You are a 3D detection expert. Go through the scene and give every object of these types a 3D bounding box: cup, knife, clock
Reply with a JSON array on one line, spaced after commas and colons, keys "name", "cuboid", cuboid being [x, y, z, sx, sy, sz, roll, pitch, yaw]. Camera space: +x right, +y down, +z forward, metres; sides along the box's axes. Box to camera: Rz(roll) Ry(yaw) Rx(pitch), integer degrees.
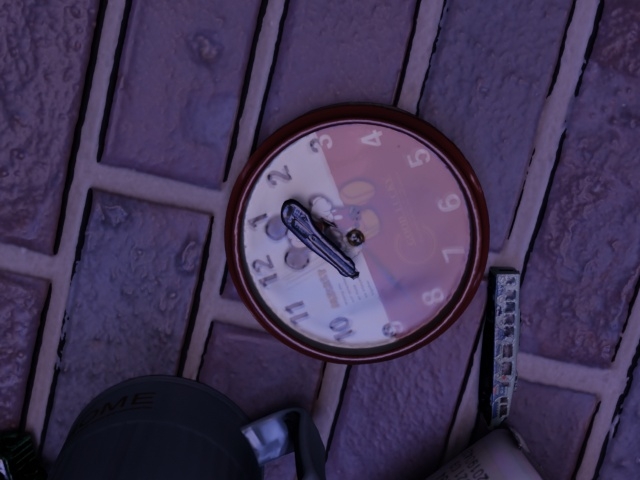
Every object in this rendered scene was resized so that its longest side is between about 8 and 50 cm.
[{"name": "cup", "cuboid": [-0.162, 0.331, 0.951, 0.331, 0.311, 0.257, 5, 101, -3]}, {"name": "knife", "cuboid": [0.000, 0.000, 0.967, 0.121, 0.018, 0.031, 42, 102, -8]}, {"name": "clock", "cuboid": [0.043, -0.005, 1.013, 0.318, 0.080, 0.319, 0, 102, 2]}]

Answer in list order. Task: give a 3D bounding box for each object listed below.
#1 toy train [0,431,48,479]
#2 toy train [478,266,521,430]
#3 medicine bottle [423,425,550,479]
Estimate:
[{"name": "toy train", "cuboid": [-0.495, 0.340, 1.008, 0.330, 0.178, 0.139, -13, 102, -1]}, {"name": "toy train", "cuboid": [0.226, 0.138, 1.065, 0.047, 0.043, 0.208, 1, 101, -2]}, {"name": "medicine bottle", "cuboid": [0.144, 0.415, 1.031, 0.378, 0.213, 0.214, -38, 100, 6]}]
